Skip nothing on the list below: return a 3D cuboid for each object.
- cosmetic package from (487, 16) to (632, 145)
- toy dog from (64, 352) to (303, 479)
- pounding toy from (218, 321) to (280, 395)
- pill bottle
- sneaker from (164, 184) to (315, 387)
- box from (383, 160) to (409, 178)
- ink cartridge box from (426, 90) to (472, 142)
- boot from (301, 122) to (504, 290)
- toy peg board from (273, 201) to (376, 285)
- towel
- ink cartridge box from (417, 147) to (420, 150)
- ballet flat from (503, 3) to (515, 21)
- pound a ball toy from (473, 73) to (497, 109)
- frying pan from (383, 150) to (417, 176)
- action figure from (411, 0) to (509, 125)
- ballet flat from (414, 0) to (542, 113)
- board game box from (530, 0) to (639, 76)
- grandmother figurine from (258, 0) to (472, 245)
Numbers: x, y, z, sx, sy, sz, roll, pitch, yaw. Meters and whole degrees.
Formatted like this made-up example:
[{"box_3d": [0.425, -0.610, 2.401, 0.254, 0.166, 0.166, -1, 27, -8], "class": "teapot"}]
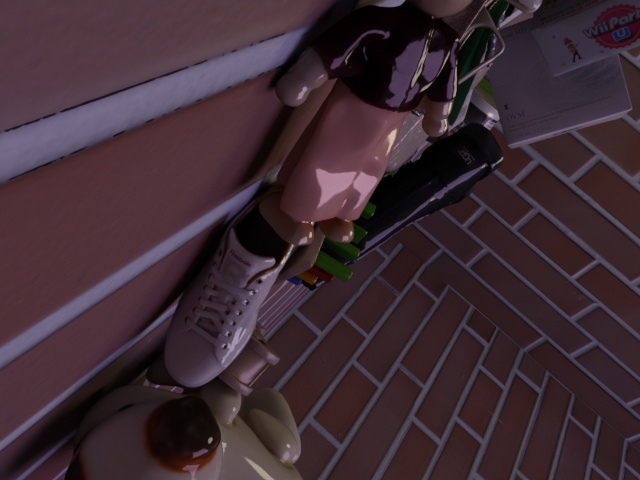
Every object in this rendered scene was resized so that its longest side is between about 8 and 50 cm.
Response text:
[{"box_3d": [0.455, -0.322, 1.083, 0.224, 0.224, 0.138, -15, 180, 22], "class": "cosmetic package"}, {"box_3d": [-0.203, 0.359, 0.816, 0.285, 0.395, 0.408, -35, 141, 1], "class": "toy dog"}, {"box_3d": [-0.120, 0.138, 0.890, 0.155, 0.154, 0.269, -48, 175, -5], "class": "pounding toy"}, {"box_3d": [0.460, -0.385, 1.729, 0.278, 0.162, 0.162, -52, 173, 26], "class": "pill bottle"}, {"box_3d": [-0.113, 0.050, 0.672, 0.290, 0.106, 0.123, -59, 172, -2], "class": "sneaker"}, {"box_3d": [0.233, -0.188, 1.695, 0.101, 0.087, 0.102, -46, 174, -23], "class": "box"}, {"box_3d": [0.275, -0.344, 1.128, 0.275, 0.060, 0.238, -39, 144, -57], "class": "ink cartridge box"}, {"box_3d": [0.128, -0.048, 1.168, 0.445, 0.146, 0.367, -36, 172, -8], "class": "boot"}, {"box_3d": [0.000, 0.000, 0.809, 0.161, 0.079, 0.161, -30, -146, 58], "class": "toy peg board"}, {"box_3d": [0.178, -0.244, 0.924, 0.282, 0.049, 0.187, -48, 158, 8], "class": "towel"}, {"box_3d": [0.275, -0.291, 1.500, 0.088, 0.052, 0.122, -45, 173, -26], "class": "ink cartridge box"}, {"box_3d": [0.342, -0.438, 0.955, 0.084, 0.058, 0.250, -55, 175, -8], "class": "ballet flat"}, {"box_3d": [0.563, -0.417, 1.471, 0.135, 0.319, 0.208, -48, 174, -6], "class": "pound a ball toy"}, {"box_3d": [0.150, -0.179, 1.305, 0.326, 0.053, 0.197, -46, 174, -23], "class": "frying pan"}, {"box_3d": [0.202, -0.280, 0.779, 0.064, 0.137, 0.232, 19, 104, -50], "class": "action figure"}, {"box_3d": [0.205, -0.291, 0.683, 0.316, 0.106, 0.107, -51, 173, 24], "class": "ballet flat"}, {"box_3d": [0.473, -0.422, 0.872, 0.224, 0.097, 0.303, -13, -139, 41], "class": "board game box"}, {"box_3d": [0.050, -0.142, 0.510, 0.208, 0.104, 0.342, -12, 143, -45], "class": "grandmother figurine"}]
